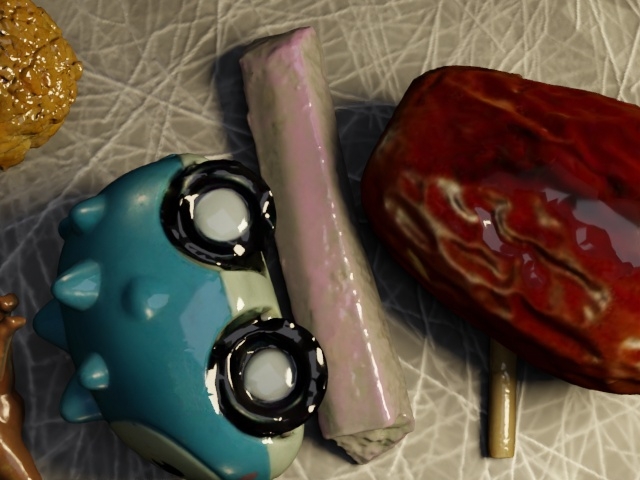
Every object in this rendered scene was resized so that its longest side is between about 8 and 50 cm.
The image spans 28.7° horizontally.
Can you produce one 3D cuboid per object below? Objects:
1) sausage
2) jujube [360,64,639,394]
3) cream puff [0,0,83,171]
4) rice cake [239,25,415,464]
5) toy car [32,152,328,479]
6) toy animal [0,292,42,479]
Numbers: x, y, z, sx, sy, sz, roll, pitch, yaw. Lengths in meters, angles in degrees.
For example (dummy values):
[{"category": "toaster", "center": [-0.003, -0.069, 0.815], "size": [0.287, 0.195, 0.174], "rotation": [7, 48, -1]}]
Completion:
[{"category": "sausage", "center": [0.152, 0.115, 1.044], "size": [0.024, 0.024, 0.132], "rotation": [5, 77, -10]}, {"category": "jujube", "center": [0.193, -0.014, 0.993], "size": [0.318, 0.223, 0.223], "rotation": [27, 74, 5]}, {"category": "cream puff", "center": [-0.268, -0.137, 0.968], "size": [0.165, 0.115, 0.150], "rotation": [8, 79, -8]}, {"category": "rice cake", "center": [0.000, 0.000, 1.012], "size": [0.073, 0.056, 0.364], "rotation": [-17, 80, 27]}, {"category": "toy car", "center": [-0.109, 0.066, 0.919], "size": [0.190, 0.188, 0.255], "rotation": [-17, 82, -10]}, {"category": "toy animal", "center": [-0.233, 0.146, 0.919], "size": [0.224, 0.066, 0.229], "rotation": [23, 117, 21]}]
